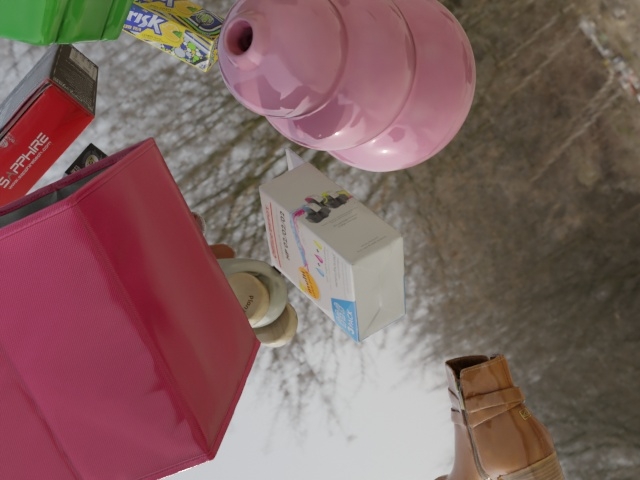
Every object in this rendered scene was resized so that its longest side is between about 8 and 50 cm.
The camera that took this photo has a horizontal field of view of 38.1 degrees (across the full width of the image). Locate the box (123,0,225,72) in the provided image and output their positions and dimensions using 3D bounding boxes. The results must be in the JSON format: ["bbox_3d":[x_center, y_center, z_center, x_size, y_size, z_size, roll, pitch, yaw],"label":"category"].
[{"bbox_3d":[-0.211,-0.298,1.249,0.169,0.059,0.054,27,-130,3],"label":"box"}]

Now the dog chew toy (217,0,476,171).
[{"bbox_3d":[0.022,-0.181,0.967,0.332,0.207,0.206,1,-124,-54],"label":"dog chew toy"}]

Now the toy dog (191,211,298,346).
[{"bbox_3d":[-0.162,0.030,1.496,0.334,0.161,0.220,33,172,4],"label":"toy dog"}]

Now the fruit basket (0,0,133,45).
[{"bbox_3d":[-0.314,-0.384,0.832,0.392,0.392,0.283,56,-163,-5],"label":"fruit basket"}]

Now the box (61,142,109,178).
[{"bbox_3d":[-0.390,-0.072,1.657,0.147,0.180,0.077,39,-118,-8],"label":"box"}]

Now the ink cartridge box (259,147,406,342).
[{"bbox_3d":[0.000,0.000,0.880,0.181,0.062,0.104,41,149,40],"label":"ink cartridge box"}]

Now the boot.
[{"bbox_3d":[0.148,0.187,0.891,0.073,0.197,0.152,-21,-94,-35],"label":"boot"}]

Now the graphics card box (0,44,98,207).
[{"bbox_3d":[-0.461,-0.184,1.474,0.094,0.233,0.371,40,-172,-24],"label":"graphics card box"}]

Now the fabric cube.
[{"bbox_3d":[-0.243,0.085,0.902,0.254,0.259,0.258,-75,-39,-71],"label":"fabric cube"}]
